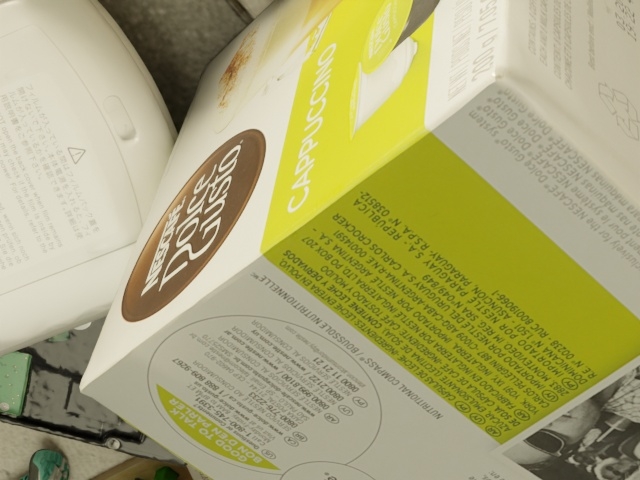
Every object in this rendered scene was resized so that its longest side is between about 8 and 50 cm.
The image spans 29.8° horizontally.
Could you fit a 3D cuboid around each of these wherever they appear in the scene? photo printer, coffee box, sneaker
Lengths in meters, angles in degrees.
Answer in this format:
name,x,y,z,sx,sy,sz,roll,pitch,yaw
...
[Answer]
name,x,y,z,sx,sy,sz,roll,pitch,yaw
photo printer,-0.256,-0.041,0.902,0.307,0.107,0.256,-22,104,8
coffee box,0.108,-0.005,0.772,0.338,0.338,0.334,38,128,-22
sneaker,-0.316,0.283,1.303,0.076,0.065,0.166,14,131,4

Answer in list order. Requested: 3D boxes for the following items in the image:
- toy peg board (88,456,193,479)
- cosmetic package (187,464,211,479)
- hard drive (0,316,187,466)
name,x,y,z,sx,sy,sz,roll,pitch,yaw
toy peg board,-0.168,0.314,1.287,0.161,0.079,0.160,-30,119,32
cosmetic package,-0.016,0.171,1.126,0.231,0.085,0.117,-6,130,15
hard drive,-0.248,0.042,1.022,0.339,0.064,0.237,13,110,-2
